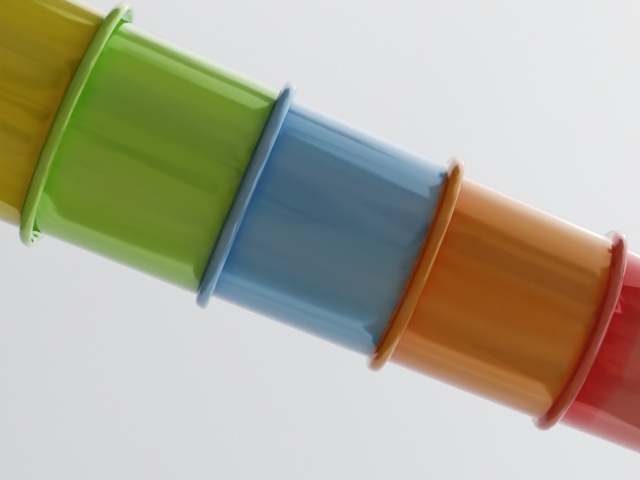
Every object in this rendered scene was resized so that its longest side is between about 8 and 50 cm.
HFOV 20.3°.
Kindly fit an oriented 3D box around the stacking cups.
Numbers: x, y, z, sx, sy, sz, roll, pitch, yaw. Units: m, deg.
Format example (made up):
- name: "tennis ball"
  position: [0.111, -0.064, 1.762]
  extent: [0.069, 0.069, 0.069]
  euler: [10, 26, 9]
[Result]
- name: "stacking cups"
  position: [0.000, 0.000, 0.616]
  extent: [0.096, 0.316, 0.096]
  euler: [-156, -90, -86]
